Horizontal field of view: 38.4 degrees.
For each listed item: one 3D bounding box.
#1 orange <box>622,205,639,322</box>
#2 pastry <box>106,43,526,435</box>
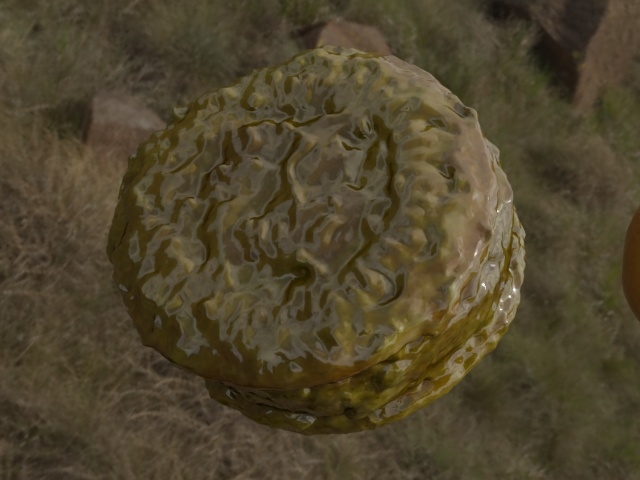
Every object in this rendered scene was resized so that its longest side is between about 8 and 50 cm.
[{"bbox_3d":[0.321,0.018,0.733,0.159,0.136,0.159,0,91,-34],"label":"orange"},{"bbox_3d":[0.000,0.000,0.441,0.103,0.188,0.189,59,15,-54],"label":"pastry"}]
